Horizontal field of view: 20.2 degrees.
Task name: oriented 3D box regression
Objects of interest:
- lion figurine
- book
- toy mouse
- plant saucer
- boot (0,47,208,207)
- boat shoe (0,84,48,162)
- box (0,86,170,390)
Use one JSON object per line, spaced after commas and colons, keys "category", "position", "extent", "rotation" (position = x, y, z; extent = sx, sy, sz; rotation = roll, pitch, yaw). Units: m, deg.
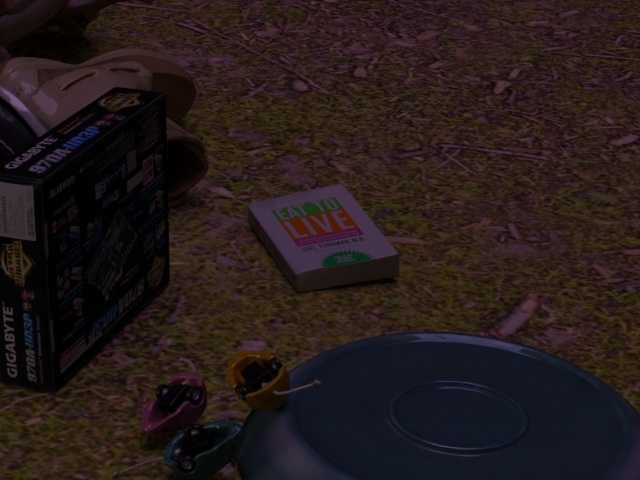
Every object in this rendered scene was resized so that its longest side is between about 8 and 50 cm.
{"category": "lion figurine", "position": [-0.332, -0.251, 1.951], "extent": [0.240, 0.142, 0.392], "rotation": [-8, 18, 31]}
{"category": "book", "position": [0.000, 0.000, 1.616], "extent": [0.096, 0.035, 0.144], "rotation": [-9, 29, -18]}
{"category": "toy mouse", "position": [-0.086, 0.133, 1.286], "extent": [0.143, 0.031, 0.161], "rotation": [-40, 30, -17]}
{"category": "plant saucer", "position": [0.098, 0.141, 1.302], "extent": [0.317, 0.044, 0.317], "rotation": [4, 24, -2]}
{"category": "boot", "position": [-0.173, -0.110, 1.756], "extent": [0.203, 0.095, 0.262], "rotation": [32, 22, 32]}
{"category": "boat shoe", "position": [-0.350, -0.120, 1.656], "extent": [0.302, 0.114, 0.091], "rotation": [43, 59, 11]}
{"category": "box", "position": [-0.186, -0.007, 1.427], "extent": [0.051, 0.175, 0.220], "rotation": [9, 25, 18]}
